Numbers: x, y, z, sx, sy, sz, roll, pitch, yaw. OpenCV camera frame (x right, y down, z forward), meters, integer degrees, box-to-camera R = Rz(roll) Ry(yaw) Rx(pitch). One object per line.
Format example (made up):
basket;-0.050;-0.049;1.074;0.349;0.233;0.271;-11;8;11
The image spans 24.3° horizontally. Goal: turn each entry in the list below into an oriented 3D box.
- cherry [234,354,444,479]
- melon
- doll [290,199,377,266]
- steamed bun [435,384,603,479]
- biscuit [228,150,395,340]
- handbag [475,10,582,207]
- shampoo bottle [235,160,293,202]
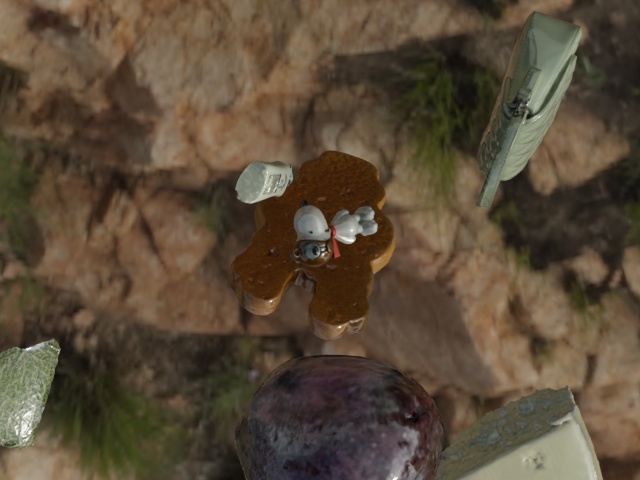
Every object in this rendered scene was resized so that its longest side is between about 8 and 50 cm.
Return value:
cherry;0.015;0.186;1.322;0.195;0.195;0.195;-1;127;-1
melon;-0.436;0.226;2.066;0.202;0.093;0.139;-30;92;-12
doll;0.009;-0.004;1.307;0.085;0.058;0.040;7;170;-38
steamed bun;0.241;0.299;1.912;0.225;0.170;0.200;-20;107;5
biscuit;0.000;0.000;2.041;0.202;0.334;0.047;18;136;2
handbag;0.241;-0.141;1.810;0.079;0.219;0.256;21;166;5
shampoo bottle;-0.059;-0.070;1.718;0.034;0.141;0.049;19;99;14
